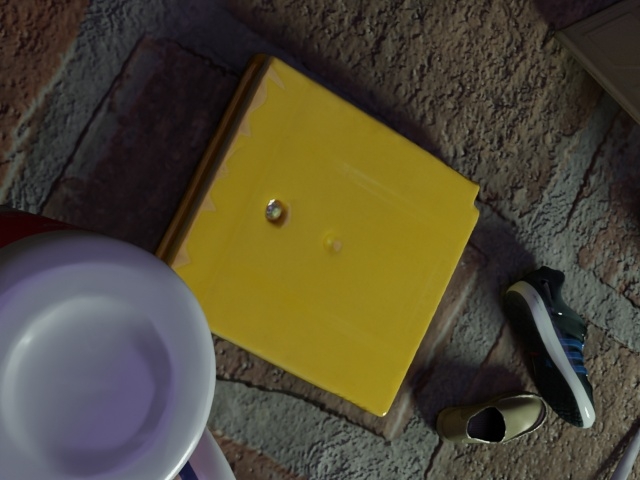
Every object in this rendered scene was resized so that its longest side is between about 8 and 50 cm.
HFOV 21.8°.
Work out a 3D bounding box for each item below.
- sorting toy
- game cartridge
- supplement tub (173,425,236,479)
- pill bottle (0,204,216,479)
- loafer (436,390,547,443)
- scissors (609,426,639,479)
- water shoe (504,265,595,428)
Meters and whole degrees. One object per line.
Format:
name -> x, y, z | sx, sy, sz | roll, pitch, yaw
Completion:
sorting toy -> 0.438, -0.168, 1.888 | 0.229, 0.307, 0.041 | -25, 150, -26
game cartridge -> 0.000, 0.000, 1.773 | 0.324, 0.053, 0.285 | 30, 82, -31
supplement tub -> -0.249, 0.291, 1.560 | 0.325, 0.235, 0.235 | -27, 109, -22
pill bottle -> -0.272, 0.088, 1.421 | 0.229, 0.408, 0.229 | -4, 98, -29
loafer -> 0.205, 0.209, 1.911 | 0.148, 0.050, 0.056 | -11, 102, -28
scissors -> 0.326, 0.340, 2.009 | 0.109, 0.021, 0.297 | 15, 77, -2
water shoe -> 0.287, 0.125, 1.933 | 0.080, 0.073, 0.203 | -35, 113, -23
